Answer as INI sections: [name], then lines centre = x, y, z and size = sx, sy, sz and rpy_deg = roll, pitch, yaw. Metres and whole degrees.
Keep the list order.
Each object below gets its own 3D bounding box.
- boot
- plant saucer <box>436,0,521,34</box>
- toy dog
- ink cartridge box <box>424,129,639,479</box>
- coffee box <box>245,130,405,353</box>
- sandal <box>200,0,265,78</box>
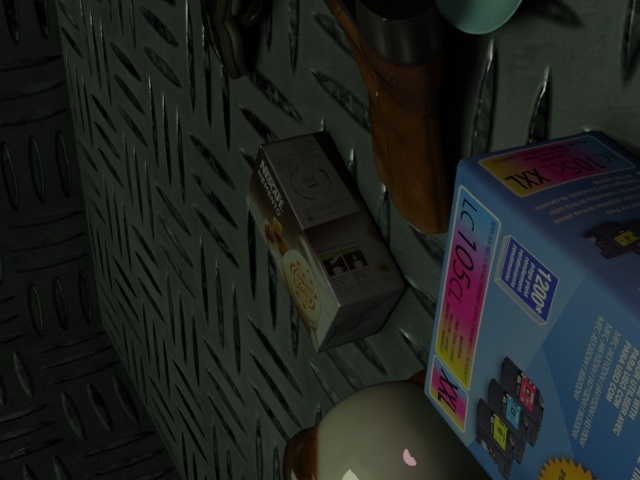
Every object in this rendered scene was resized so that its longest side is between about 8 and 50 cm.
[boot]
centre = 0.067, -0.180, 1.035
size = 0.264, 0.096, 0.280
rpy_deg = 50, 163, 41
[plant saucer]
centre = 0.139, -0.279, 0.839
size = 0.195, 0.037, 0.195
rpy_deg = 48, 147, 47
[toy dog]
centre = 0.108, 0.316, 0.941
size = 0.395, 0.284, 0.408
rpy_deg = 54, -178, -37
[ink cartridge box]
centre = 0.250, 0.131, 0.713
size = 0.395, 0.151, 0.270
rpy_deg = 48, 146, 44
[coffee box]
centre = 0.000, 0.000, 1.260
size = 0.247, 0.098, 0.141
rpy_deg = 64, 155, 23
[sandal]
centre = -0.122, -0.341, 1.356
size = 0.303, 0.086, 0.120
rpy_deg = 91, 155, -70
